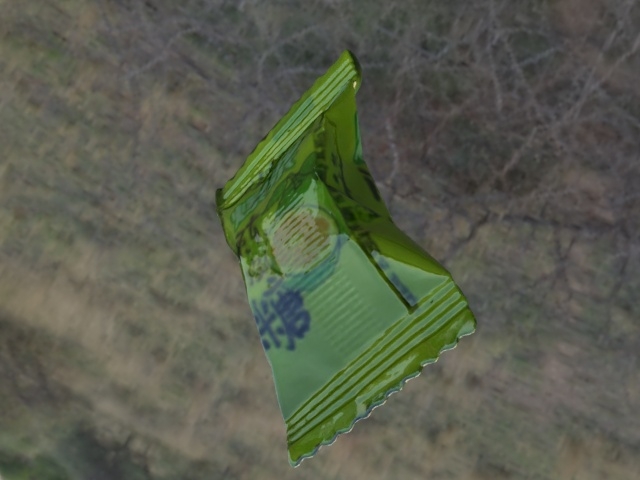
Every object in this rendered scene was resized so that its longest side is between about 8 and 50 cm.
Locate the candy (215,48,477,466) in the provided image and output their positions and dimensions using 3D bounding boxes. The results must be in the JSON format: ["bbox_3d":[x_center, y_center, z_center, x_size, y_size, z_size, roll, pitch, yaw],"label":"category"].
[{"bbox_3d":[0.000,0.000,0.689,0.069,0.149,0.246,23,-147,-44],"label":"candy"}]
